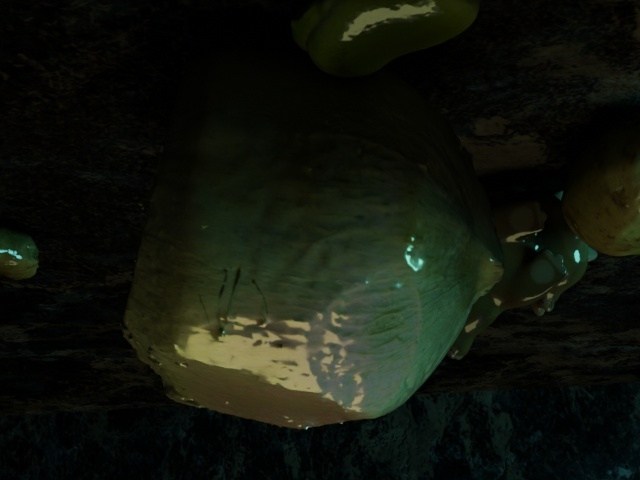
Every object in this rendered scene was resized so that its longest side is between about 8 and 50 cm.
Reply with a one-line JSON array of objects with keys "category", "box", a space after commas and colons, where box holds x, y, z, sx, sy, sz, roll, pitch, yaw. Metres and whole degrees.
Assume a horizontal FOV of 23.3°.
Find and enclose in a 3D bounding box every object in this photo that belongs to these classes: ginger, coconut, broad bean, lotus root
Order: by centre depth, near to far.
[{"category": "broad bean", "box": [0.054, -0.208, 1.411, 0.174, 0.082, 0.124, -26, 153, 33]}, {"category": "coconut", "box": [0.000, 0.000, 1.567, 0.405, 0.404, 0.404, -1, 164, 0]}, {"category": "lotus root", "box": [0.372, -0.059, 1.821, 0.160, 0.146, 0.284, 18, 164, -4]}, {"category": "ginger", "box": [-0.464, 0.013, 2.115, 0.190, 0.068, 0.095, 12, 154, -35]}]

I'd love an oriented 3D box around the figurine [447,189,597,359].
[{"category": "figurine", "box": [0.240, 0.027, 2.021, 0.247, 0.177, 0.173, -45, 171, 16]}]
